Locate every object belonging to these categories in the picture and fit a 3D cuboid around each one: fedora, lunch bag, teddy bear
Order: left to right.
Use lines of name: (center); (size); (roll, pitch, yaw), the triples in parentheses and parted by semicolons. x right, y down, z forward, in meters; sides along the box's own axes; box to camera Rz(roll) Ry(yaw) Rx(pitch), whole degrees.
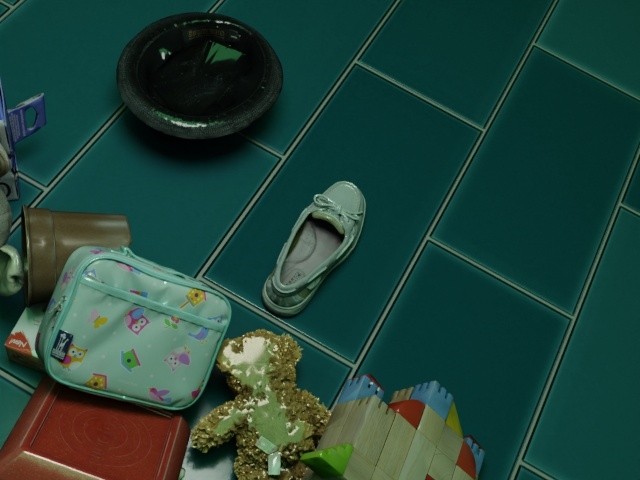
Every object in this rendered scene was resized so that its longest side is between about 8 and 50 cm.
lunch bag: (-0.291, 0.134, 1.346); (0.279, 0.108, 0.224); (22, 94, -29)
fedora: (-0.241, -0.297, 1.712); (0.334, 0.152, 0.334); (6, 59, -10)
teddy bear: (-0.083, 0.321, 1.420); (0.245, 0.113, 0.338); (-29, 77, -19)

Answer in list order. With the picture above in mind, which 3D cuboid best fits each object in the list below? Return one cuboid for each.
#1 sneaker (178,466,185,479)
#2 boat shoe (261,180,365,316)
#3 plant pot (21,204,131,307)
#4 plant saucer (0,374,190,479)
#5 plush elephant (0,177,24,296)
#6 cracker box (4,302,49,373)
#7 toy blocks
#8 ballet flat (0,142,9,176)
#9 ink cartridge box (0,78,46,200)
sneaker: (-0.280, 0.412, 1.343); (0.161, 0.057, 0.075); (-21, 83, -25)
boat shoe: (-0.003, 0.000, 1.619); (0.118, 0.103, 0.320); (33, 58, 7)
plant pot: (-0.400, 0.022, 1.407); (0.165, 0.167, 0.167); (-2, 60, -21)
plant saucer: (-0.328, 0.302, 1.297); (0.259, 0.048, 0.258); (23, 23, -9)
plush elephant: (-0.602, -0.015, 1.335); (0.330, 0.255, 0.272); (-30, 104, -67)
cracker box: (-0.411, 0.122, 1.471); (0.156, 0.067, 0.232); (20, 58, 0)
toy blocks: (0.146, 0.348, 1.368); (0.381, 0.191, 0.261); (43, 49, -19)
ballet flat: (-0.579, -0.198, 1.282); (0.316, 0.107, 0.106); (27, 43, 5)
ink cartridge box: (-0.670, -0.171, 1.466); (0.395, 0.270, 0.151); (-8, 67, -18)
